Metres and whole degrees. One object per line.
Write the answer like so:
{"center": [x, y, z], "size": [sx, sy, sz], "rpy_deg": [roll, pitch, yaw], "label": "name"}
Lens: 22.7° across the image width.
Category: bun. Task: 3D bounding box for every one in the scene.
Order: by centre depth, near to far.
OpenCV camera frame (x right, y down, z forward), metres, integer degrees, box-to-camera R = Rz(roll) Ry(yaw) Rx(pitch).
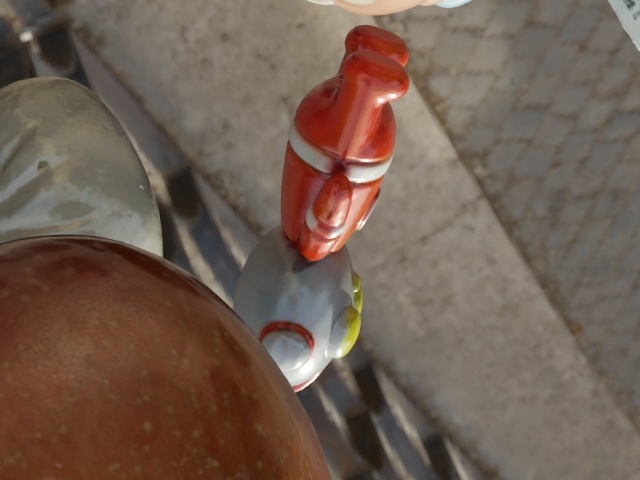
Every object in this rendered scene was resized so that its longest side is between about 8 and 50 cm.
{"center": [-0.146, -0.008, 0.782], "size": [0.094, 0.138, 0.138], "rpy_deg": [-16, 145, -34], "label": "bun"}

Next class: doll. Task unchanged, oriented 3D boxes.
{"center": [0.000, 0.000, 1.275], "size": [0.105, 0.200, 0.336], "rpy_deg": [16, 112, -5], "label": "doll"}

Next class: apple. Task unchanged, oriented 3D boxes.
{"center": [-0.082, 0.103, 0.550], "size": [0.201, 0.162, 0.201], "rpy_deg": [-37, 149, -27], "label": "apple"}

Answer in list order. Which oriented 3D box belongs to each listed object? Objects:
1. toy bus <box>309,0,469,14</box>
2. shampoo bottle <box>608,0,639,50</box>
{"center": [0.011, -0.243, 0.995], "size": [0.194, 0.288, 0.232], "rpy_deg": [-48, 115, -8], "label": "toy bus"}
{"center": [0.216, -0.153, 0.796], "size": [0.152, 0.077, 0.045], "rpy_deg": [-29, -179, 19], "label": "shampoo bottle"}
